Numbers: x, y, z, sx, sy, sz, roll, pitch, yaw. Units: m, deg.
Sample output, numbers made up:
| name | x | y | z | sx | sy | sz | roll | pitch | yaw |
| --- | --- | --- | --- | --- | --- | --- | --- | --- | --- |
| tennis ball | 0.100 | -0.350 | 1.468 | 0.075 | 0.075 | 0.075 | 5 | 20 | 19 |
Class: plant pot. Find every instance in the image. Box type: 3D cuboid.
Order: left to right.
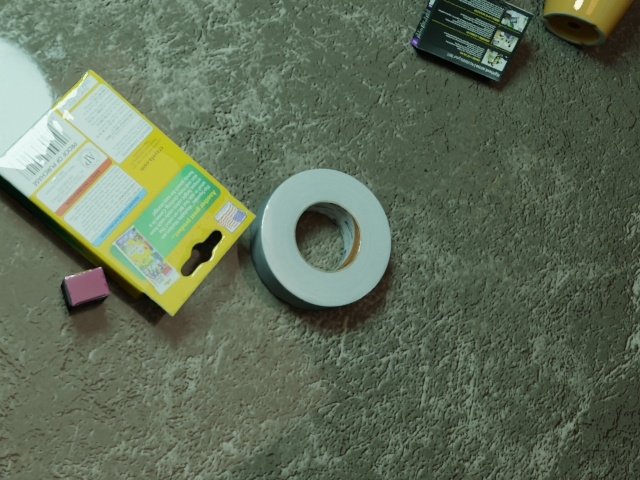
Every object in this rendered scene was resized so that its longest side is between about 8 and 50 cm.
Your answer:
| name | x | y | z | sx | sy | sz | roll | pitch | yaw |
| --- | --- | --- | --- | --- | --- | --- | --- | --- | --- |
| plant pot | 0.516 | -0.483 | 1.524 | 0.205 | 0.205 | 0.188 | 26 | 86 | -15 |

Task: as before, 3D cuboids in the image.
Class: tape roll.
| name | x | y | z | sx | sy | sz | roll | pitch | yaw |
| --- | --- | --- | --- | --- | --- | --- | --- | --- | --- |
| tape roll | 0.000 | 0.000 | 1.283 | 0.219 | 0.072 | 0.219 | 4 | 79 | -20 |

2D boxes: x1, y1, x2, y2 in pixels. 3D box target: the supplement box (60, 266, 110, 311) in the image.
| name | x | y | z | sx | sy | sz | roll | pitch | yaw |
| --- | --- | --- | --- | --- | --- | --- | --- | --- | --- |
| supplement box | -0.333 | 0.070 | 1.133 | 0.054 | 0.083 | 0.043 | -16 | 86 | -24 |

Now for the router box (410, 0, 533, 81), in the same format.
| name | x | y | z | sx | sy | sz | roll | pitch | yaw |
| --- | --- | --- | --- | --- | --- | --- | --- | --- | --- |
| router box | 0.271 | -0.379 | 1.441 | 0.178 | 0.046 | 0.133 | 19 | 111 | -17 |

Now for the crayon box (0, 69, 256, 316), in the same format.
| name | x | y | z | sx | sy | sz | roll | pitch | yaw |
| --- | --- | --- | --- | --- | --- | --- | --- | --- | --- |
| crayon box | -0.284 | -0.062 | 1.180 | 0.323 | 0.083 | 0.203 | 42 | 68 | -8 |
